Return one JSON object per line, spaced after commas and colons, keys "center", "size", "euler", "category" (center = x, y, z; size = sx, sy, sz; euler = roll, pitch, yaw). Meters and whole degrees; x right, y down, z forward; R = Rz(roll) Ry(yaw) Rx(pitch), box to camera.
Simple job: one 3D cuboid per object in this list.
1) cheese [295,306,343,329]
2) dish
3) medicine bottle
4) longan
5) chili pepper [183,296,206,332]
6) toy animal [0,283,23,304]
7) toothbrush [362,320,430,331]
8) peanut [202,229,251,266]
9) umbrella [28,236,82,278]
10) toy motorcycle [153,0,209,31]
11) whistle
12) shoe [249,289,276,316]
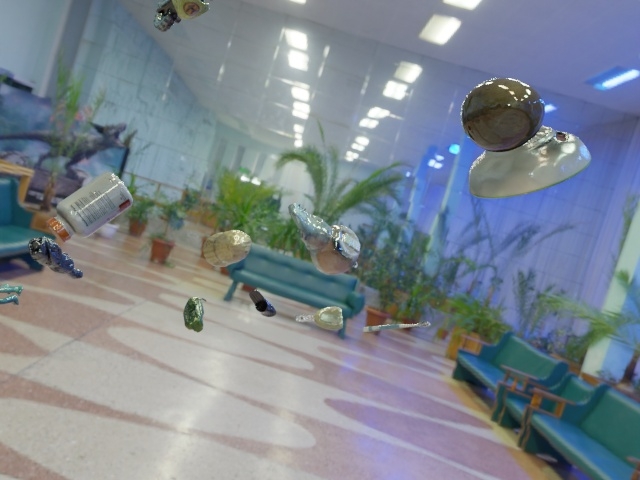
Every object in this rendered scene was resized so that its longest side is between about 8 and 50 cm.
{"center": [-0.005, 0.310, 2.324], "size": [0.192, 0.096, 0.037], "euler": [0, -27, -11], "category": "cheese"}
{"center": [0.548, -0.234, 1.584], "size": [0.325, 0.124, 0.324], "euler": [-20, 17, 6], "category": "dish"}
{"center": [-0.842, -0.113, 2.125], "size": [0.157, 0.289, 0.157], "euler": [38, -26, 22], "category": "medicine bottle"}
{"center": [0.409, -0.283, 1.319], "size": [0.187, 0.167, 0.168], "euler": [-11, -18, 41], "category": "longan"}
{"center": [-0.443, 0.244, 2.046], "size": [0.072, 0.073, 0.204], "euler": [-17, 27, -3], "category": "chili pepper"}
{"center": [-0.707, 0.143, 1.178], "size": [0.103, 0.100, 0.208], "euler": [33, 37, 23], "category": "toy animal"}
{"center": [0.278, 0.322, 2.188], "size": [0.276, 0.019, 0.025], "euler": [-10, -26, 31], "category": "toothbrush"}
{"center": [-0.299, 0.022, 1.912], "size": [0.124, 0.123, 0.257], "euler": [16, -16, -29], "category": "peanut"}
{"center": [-0.692, 0.061, 1.544], "size": [0.071, 0.070, 0.248], "euler": [18, -23, 7], "category": "umbrella"}
{"center": [-0.425, -0.879, 1.912], "size": [0.237, 0.409, 0.169], "euler": [19, -1, 42], "category": "toy motorcycle"}
{"center": [0.000, 0.000, 2.021], "size": [0.348, 0.189, 0.189], "euler": [39, -8, -26], "category": "whistle"}
{"center": [-0.238, 0.268, 2.378], "size": [0.159, 0.062, 0.053], "euler": [57, 12, -29], "category": "shoe"}
